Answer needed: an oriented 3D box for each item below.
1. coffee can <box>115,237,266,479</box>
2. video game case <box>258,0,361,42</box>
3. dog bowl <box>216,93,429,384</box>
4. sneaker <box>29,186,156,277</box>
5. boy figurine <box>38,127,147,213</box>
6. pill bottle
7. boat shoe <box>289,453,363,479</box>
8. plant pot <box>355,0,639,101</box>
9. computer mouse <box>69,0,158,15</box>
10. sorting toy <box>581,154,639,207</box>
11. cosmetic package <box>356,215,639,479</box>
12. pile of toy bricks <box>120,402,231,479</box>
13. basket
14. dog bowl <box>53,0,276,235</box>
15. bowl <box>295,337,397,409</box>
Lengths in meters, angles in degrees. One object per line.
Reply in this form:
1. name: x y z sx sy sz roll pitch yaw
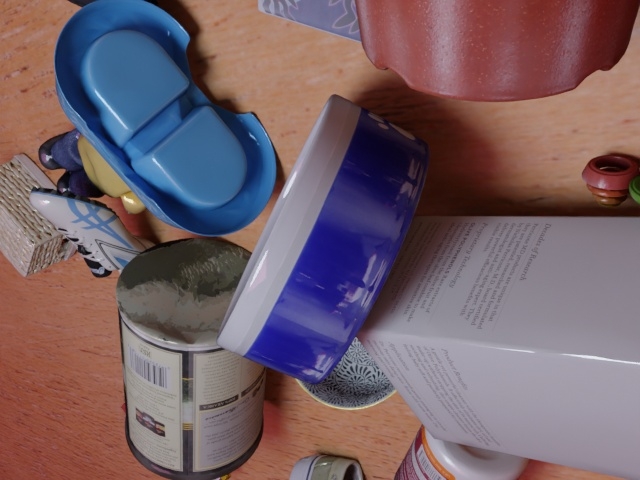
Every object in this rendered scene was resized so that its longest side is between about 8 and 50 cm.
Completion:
1. coffee can: -0.170 0.164 1.135 0.201 0.201 0.275 29 134 25
2. video game case: 0.013 -0.293 0.780 0.183 0.023 0.201 25 132 29
3. dog bowl: 0.000 0.000 0.805 0.104 0.265 0.265 25 137 -5
4. sneaker: -0.313 -0.001 1.157 0.085 0.086 0.237 10 159 35
5. boy figurine: -0.269 -0.118 1.111 0.285 0.092 0.177 -6 117 43
6. pill bottle: 0.153 0.285 0.983 0.121 0.121 0.221 36 136 19
7. boat shoe: -0.003 0.443 1.140 0.094 0.302 0.109 -17 149 39
8. plant pot: 0.120 -0.255 0.549 0.272 0.272 0.265 23 140 30
9. computer mouse: -0.296 -0.338 0.966 0.272 0.072 0.188 40 148 8
10. sorting toy: 0.268 -0.039 0.697 0.102 0.061 0.042 39 144 50
11. cosmetic package: 0.236 0.094 0.710 0.365 0.155 0.197 2 139 41
12. pile of toy bricks: -0.222 0.298 1.367 0.212 0.118 0.105 45 107 22
13. basket: -0.482 -0.038 1.354 0.167 0.103 0.113 46 138 9
14. dog bowl: -0.183 -0.133 0.957 0.297 0.166 0.074 51 153 -15
15. bowl: 0.049 0.113 0.968 0.170 0.170 0.080 27 177 27
